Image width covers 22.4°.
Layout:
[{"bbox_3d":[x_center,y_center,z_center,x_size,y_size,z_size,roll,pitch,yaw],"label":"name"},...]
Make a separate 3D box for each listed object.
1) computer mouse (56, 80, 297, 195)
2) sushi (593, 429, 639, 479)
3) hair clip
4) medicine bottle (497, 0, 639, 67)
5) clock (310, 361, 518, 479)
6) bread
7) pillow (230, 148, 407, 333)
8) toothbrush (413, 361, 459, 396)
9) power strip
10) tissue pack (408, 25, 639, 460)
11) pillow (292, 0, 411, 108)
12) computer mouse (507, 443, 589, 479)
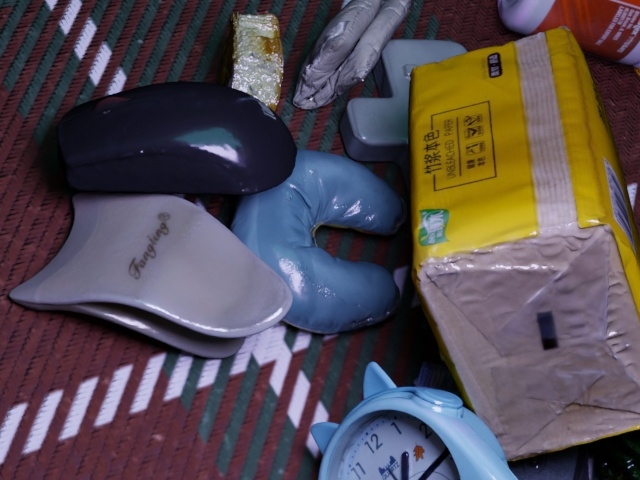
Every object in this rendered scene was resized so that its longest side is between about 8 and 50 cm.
[{"bbox_3d":[-0.161,-0.123,1.815,0.269,0.100,0.170,0,24,1],"label":"computer mouse"},{"bbox_3d":[0.390,0.240,1.759,0.140,0.149,0.287,-11,24,-11],"label":"sushi"},{"bbox_3d":[-0.173,0.039,1.755,0.282,0.113,0.172,27,51,1],"label":"hair clip"},{"bbox_3d":[0.386,-0.373,2.156,0.240,0.252,0.253,15,52,-8],"label":"medicine bottle"},{"bbox_3d":[0.101,0.259,1.637,0.094,0.223,0.274,5,45,-50],"label":"clock"},{"bbox_3d":[-0.086,-0.198,1.943,0.069,0.128,0.140,7,52,-10],"label":"bread"},{"bbox_3d":[0.000,0.000,1.864,0.214,0.086,0.233,13,55,-14],"label":"pillow"},{"bbox_3d":[0.288,0.175,1.878,0.386,0.040,0.040,7,54,-19],"label":"toothbrush"},{"bbox_3d":[0.122,-0.139,2.019,0.193,0.059,0.265,-1,57,-21],"label":"power strip"},{"bbox_3d":[0.225,-0.005,1.737,0.228,0.293,0.382,-15,35,14],"label":"tissue pack"},{"bbox_3d":[0.037,-0.250,2.021,0.078,0.134,0.181,40,51,-9],"label":"pillow"},{"bbox_3d":[0.229,0.240,1.780,0.126,0.071,0.231,12,53,-5],"label":"computer mouse"}]
